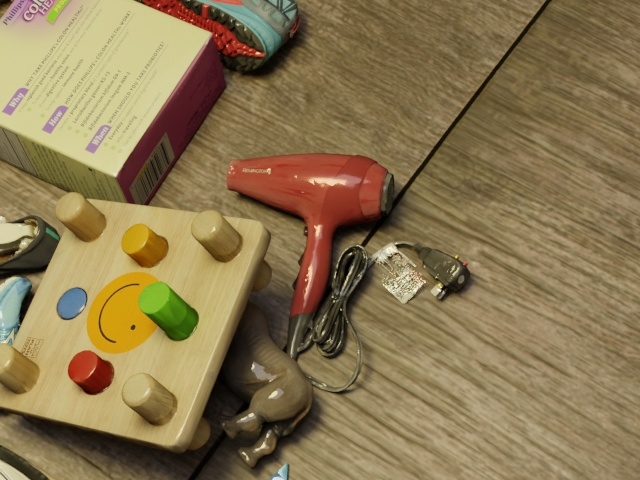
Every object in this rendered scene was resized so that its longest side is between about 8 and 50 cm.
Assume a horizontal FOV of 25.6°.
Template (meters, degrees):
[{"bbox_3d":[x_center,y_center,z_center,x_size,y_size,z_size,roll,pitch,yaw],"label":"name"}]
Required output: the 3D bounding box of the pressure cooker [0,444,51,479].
[{"bbox_3d":[-0.360,0.358,1.186,0.370,0.420,0.375,-35,78,-34],"label":"pressure cooker"}]

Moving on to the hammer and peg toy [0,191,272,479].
[{"bbox_3d":[-0.223,0.125,1.445,0.266,0.127,0.361,9,66,31],"label":"hammer and peg toy"}]

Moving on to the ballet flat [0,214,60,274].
[{"bbox_3d":[-0.398,0.013,1.602,0.203,0.074,0.074,-13,63,-1],"label":"ballet flat"}]

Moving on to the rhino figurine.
[{"bbox_3d":[-0.099,0.118,1.521,0.106,0.073,0.243,-34,64,-7],"label":"rhino figurine"}]

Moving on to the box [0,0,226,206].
[{"bbox_3d":[-0.273,-0.175,1.659,0.243,0.117,0.214,24,68,15],"label":"box"}]

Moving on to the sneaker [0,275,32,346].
[{"bbox_3d":[-0.349,0.117,1.562,0.073,0.063,0.162,19,69,-6],"label":"sneaker"}]

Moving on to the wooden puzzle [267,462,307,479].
[{"bbox_3d":[-0.028,0.292,1.459,0.078,0.014,0.116,-33,65,-11],"label":"wooden puzzle"}]

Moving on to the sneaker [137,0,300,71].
[{"bbox_3d":[-0.136,-0.310,1.740,0.262,0.104,0.125,39,55,17],"label":"sneaker"}]

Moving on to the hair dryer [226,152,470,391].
[{"bbox_3d":[0.000,0.000,1.566,0.223,0.080,0.293,-37,66,-12],"label":"hair dryer"}]

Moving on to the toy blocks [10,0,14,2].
[{"bbox_3d":[-0.443,-0.335,1.789,0.148,0.054,0.123,-32,66,-11],"label":"toy blocks"}]
